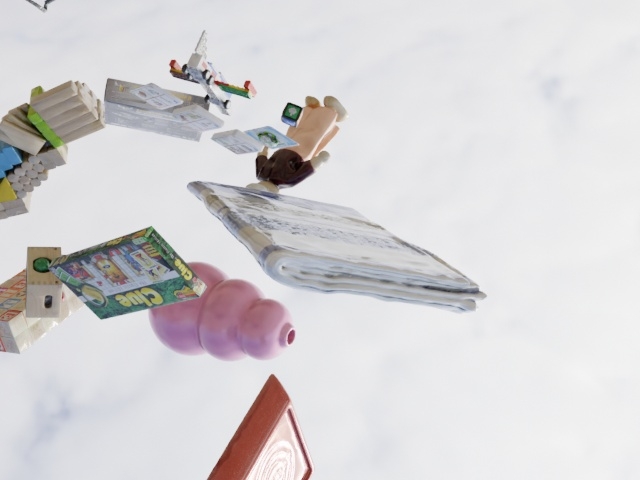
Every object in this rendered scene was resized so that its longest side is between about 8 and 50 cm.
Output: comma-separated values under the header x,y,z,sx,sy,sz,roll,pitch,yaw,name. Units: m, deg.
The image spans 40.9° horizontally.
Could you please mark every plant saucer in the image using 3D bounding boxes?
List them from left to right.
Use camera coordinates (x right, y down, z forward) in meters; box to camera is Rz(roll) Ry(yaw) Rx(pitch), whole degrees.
x,y,z,sx,sy,sz,roll,pitch,yaw,name
-0.090,0.406,1.458,0.047,0.259,0.258,8,-136,26,plant saucer

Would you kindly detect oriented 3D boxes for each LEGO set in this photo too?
x,y,z,sx,sy,sz,roll,pitch,yaw,name
-0.117,-0.178,1.092,0.244,0.182,0.060,2,-113,59,LEGO set

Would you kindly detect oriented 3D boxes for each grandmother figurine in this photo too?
x,y,z,sx,sy,sz,roll,pitch,yaw,name
-0.064,-0.175,1.885,0.208,0.104,0.342,1,-131,49,grandmother figurine

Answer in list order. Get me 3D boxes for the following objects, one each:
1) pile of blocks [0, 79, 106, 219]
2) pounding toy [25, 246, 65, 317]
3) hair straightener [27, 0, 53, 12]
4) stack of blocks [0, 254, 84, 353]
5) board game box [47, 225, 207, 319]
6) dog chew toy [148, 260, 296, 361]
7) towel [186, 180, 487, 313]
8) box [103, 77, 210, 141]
x,y,z,sx,sy,sz,roll,pitch,yaw,name
-0.541,-0.188,1.592,0.362,0.149,0.113,-41,-140,27,pile of blocks
-0.571,0.086,1.817,0.100,0.141,0.130,1,-134,-21,pounding toy
-0.344,-0.372,0.975,0.089,0.230,0.047,-19,-144,-28,hair straightener
-0.665,0.140,1.990,0.171,0.087,0.297,2,-152,28,stack of blocks
-0.313,0.058,1.369,0.259,0.136,0.030,-16,-143,39,board game box
-0.202,0.164,1.825,0.332,0.206,0.206,13,-142,27,dog chew toy
0.000,0.000,0.813,0.209,0.034,0.285,10,-168,-25,towel
-0.377,-0.296,1.962,0.231,0.056,0.183,9,168,-11,box
